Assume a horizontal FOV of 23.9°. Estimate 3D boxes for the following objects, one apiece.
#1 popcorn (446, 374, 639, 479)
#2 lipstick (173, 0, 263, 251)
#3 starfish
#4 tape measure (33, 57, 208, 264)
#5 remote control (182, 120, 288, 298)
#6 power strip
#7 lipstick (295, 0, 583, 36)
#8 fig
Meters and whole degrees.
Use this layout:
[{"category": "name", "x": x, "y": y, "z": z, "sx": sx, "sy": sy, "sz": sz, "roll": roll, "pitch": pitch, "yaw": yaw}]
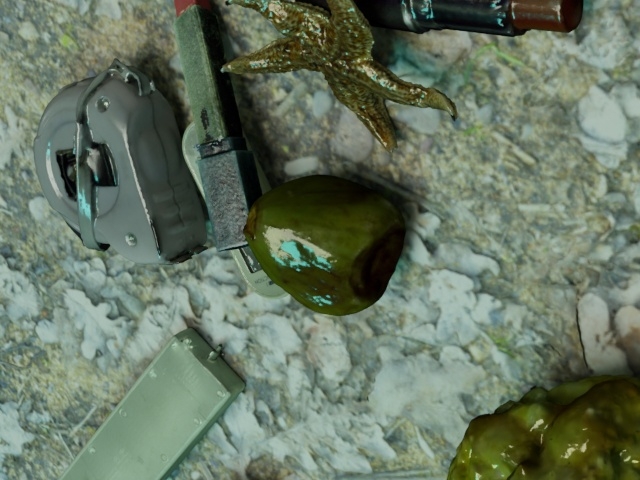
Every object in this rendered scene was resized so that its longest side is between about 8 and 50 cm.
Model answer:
[{"category": "popcorn", "x": 0.241, "y": 0.275, "z": 1.461, "sx": 0.282, "sy": 0.282, "sz": 0.247, "roll": -17, "pitch": 130, "yaw": 39}, {"category": "lipstick", "x": -0.115, "y": -0.146, "z": 1.630, "sx": 0.051, "sy": 0.051, "sz": 0.312, "roll": -14, "pitch": 87, "yaw": 25}, {"category": "starfish", "x": 0.012, "y": -0.179, "z": 1.489, "sx": 0.277, "sy": 0.062, "sz": 0.235, "roll": 19, "pitch": 155, "yaw": 32}, {"category": "tape measure", "x": -0.240, "y": -0.087, "z": 1.737, "sx": 0.197, "sy": 0.120, "sz": 0.236, "roll": -5, "pitch": 104, "yaw": 41}, {"category": "remote control", "x": -0.084, "y": -0.039, "z": 1.692, "sx": 0.078, "sy": 0.042, "sz": 0.221, "roll": -23, "pitch": 96, "yaw": 33}, {"category": "power strip", "x": -0.219, "y": 0.248, "z": 1.887, "sx": 0.106, "sy": 0.043, "sz": 0.367, "roll": 46, "pitch": 120, "yaw": 10}, {"category": "lipstick", "x": 0.108, "y": -0.236, "z": 1.442, "sx": 0.300, "sy": 0.081, "sz": 0.081, "roll": 12, "pitch": 116, "yaw": 34}, {"category": "fig", "x": 0.000, "y": 0.000, "z": 1.585, "sx": 0.166, "sy": 0.154, "sz": 0.144, "roll": 22, "pitch": 84, "yaw": -13}]
